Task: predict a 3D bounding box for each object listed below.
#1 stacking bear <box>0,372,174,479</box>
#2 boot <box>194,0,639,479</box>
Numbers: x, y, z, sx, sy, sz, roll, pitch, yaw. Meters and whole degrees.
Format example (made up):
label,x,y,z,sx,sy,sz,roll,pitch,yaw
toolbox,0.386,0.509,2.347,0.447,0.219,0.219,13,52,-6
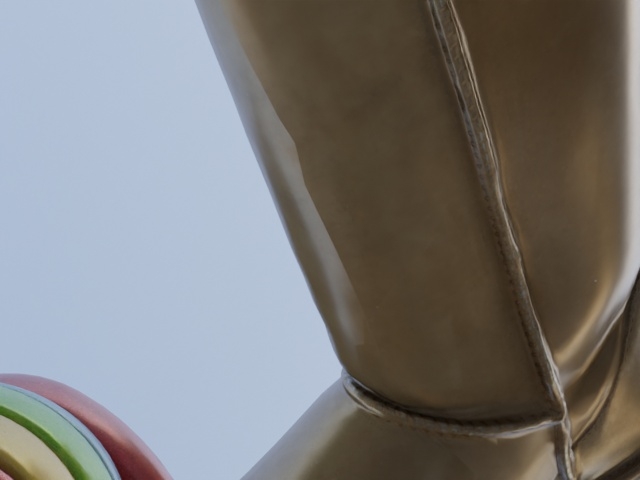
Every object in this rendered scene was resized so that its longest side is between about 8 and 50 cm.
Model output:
label,x,y,z,sx,sy,sz,roll,pitch,yaw
stacking bear,-0.159,0.142,0.623,0.175,0.289,0.164,-22,-92,1
boot,0.000,0.000,0.411,0.236,0.089,0.269,-34,-52,-22
